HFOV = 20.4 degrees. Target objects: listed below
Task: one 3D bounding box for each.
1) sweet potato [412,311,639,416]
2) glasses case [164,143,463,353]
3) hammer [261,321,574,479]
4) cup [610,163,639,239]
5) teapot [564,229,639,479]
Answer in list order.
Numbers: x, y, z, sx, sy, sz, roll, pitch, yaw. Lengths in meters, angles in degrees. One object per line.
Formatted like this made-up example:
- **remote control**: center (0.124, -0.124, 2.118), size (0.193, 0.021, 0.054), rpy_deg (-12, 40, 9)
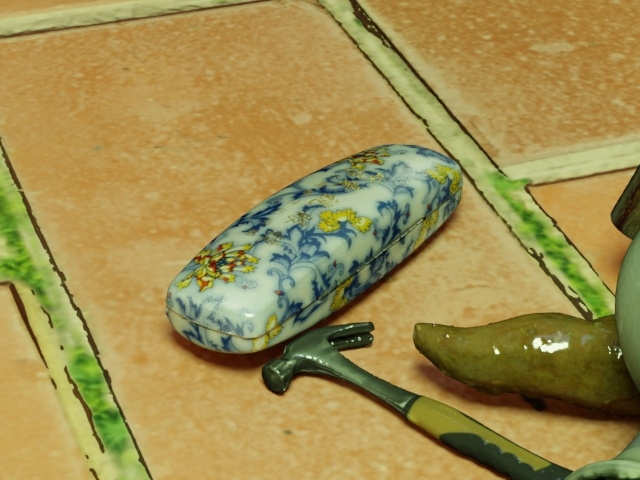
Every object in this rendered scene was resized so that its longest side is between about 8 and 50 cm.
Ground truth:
- **sweet potato**: center (0.191, 0.075, 1.061), size (0.274, 0.067, 0.067), rpy_deg (5, 35, -1)
- **glasses case**: center (0.000, 0.000, 1.153), size (0.087, 0.065, 0.248), rpy_deg (14, 34, 33)
- **hammer**: center (0.064, 0.101, 1.052), size (0.201, 0.021, 0.078), rpy_deg (26, 41, 29)
- **cup**: center (0.324, -0.040, 1.139), size (0.239, 0.177, 0.166), rpy_deg (-24, 43, -33)
- **teapot**: center (0.209, 0.088, 0.903), size (0.183, 0.183, 0.251), rpy_deg (20, 44, 23)
